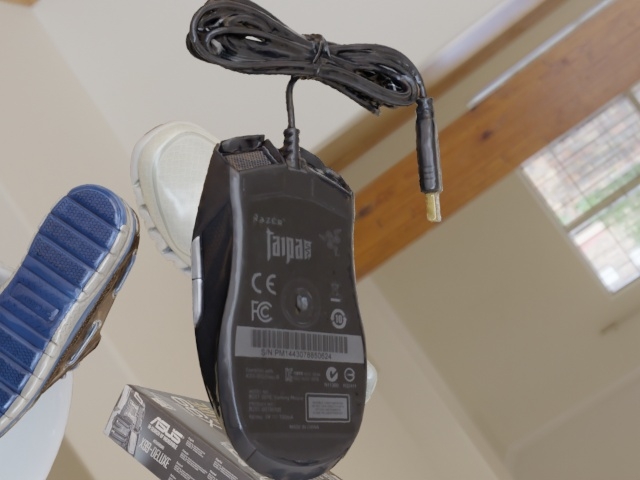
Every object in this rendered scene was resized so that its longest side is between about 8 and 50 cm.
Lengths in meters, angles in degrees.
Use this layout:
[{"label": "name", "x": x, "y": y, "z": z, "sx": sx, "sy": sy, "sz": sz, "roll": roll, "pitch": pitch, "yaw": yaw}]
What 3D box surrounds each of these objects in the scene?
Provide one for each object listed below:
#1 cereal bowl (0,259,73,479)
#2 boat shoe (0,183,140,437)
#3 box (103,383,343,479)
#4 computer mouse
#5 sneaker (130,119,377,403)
[{"label": "cereal bowl", "x": -0.343, "y": 0.131, "z": 0.632, "sx": 0.339, "sy": 0.141, "sz": 0.339, "roll": -39, "pitch": 145, "yaw": -35}, {"label": "boat shoe", "x": -0.162, "y": 0.056, "z": 0.554, "sx": 0.183, "sy": 0.066, "sz": 0.066, "roll": -52, "pitch": 161, "yaw": -5}, {"label": "box", "x": -0.094, "y": 0.299, "z": 1.215, "sx": 0.242, "sy": 0.307, "sz": 0.077, "roll": 27, "pitch": 89, "yaw": -51}, {"label": "computer mouse", "x": 0.000, "y": 0.000, "z": 0.549, "sx": 0.184, "sy": 0.262, "sz": 0.060, "roll": 2, "pitch": 167, "yaw": -39}, {"label": "sneaker", "x": -0.046, "y": 0.025, "z": 0.784, "sx": 0.110, "sy": 0.292, "sz": 0.118, "roll": -40, "pitch": -161, "yaw": -21}]
